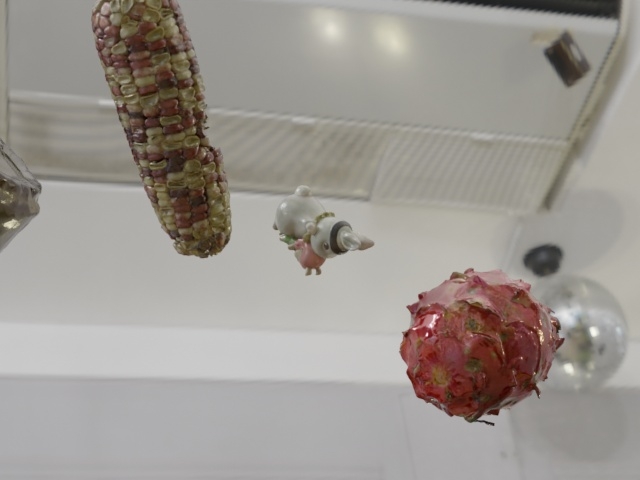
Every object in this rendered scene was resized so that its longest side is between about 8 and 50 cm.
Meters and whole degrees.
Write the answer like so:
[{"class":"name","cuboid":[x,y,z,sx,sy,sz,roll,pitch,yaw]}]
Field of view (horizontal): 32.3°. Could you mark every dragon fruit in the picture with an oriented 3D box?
[{"class":"dragon fruit","cuboid":[0.230,0.137,1.528,0.268,0.210,0.205,-8,-67,-37]}]

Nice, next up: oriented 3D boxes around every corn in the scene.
[{"class":"corn","cuboid":[-0.154,-0.121,1.127,0.098,0.098,0.290,-15,-73,7]}]

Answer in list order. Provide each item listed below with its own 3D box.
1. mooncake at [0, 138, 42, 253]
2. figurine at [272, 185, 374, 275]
[{"class":"mooncake","cuboid":[-0.601,-0.107,1.564,0.246,0.393,0.394,-53,-13,-2]},{"class":"figurine","cuboid":[0.006,-0.001,1.533,0.081,0.146,0.098,-24,-41,-36]}]
